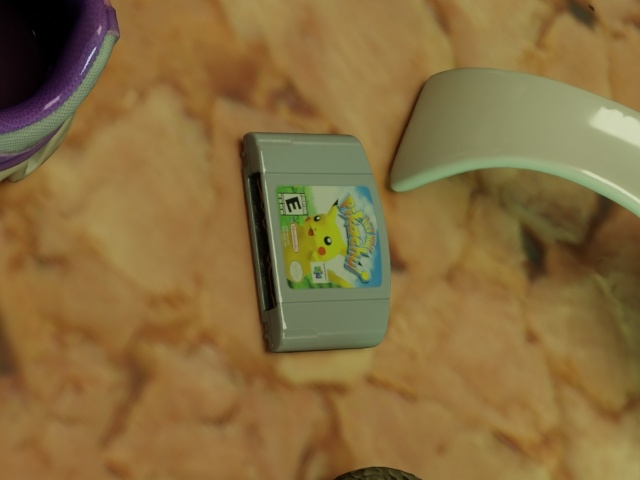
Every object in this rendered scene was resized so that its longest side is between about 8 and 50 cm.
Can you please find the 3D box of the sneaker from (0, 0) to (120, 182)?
[{"bbox_3d":[-0.155,-0.038,0.572,0.236,0.104,0.095,-29,96,-35],"label":"sneaker"}]

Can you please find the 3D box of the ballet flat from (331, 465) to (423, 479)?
[{"bbox_3d":[0.076,0.188,0.702,0.084,0.058,0.250,-36,100,-35],"label":"ballet flat"}]

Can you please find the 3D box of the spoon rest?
[{"bbox_3d":[0.159,0.018,0.788,0.276,0.084,0.137,32,62,-23],"label":"spoon rest"}]

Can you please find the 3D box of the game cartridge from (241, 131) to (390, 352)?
[{"bbox_3d":[0.000,0.000,0.724,0.056,0.017,0.083,-1,79,-39],"label":"game cartridge"}]
